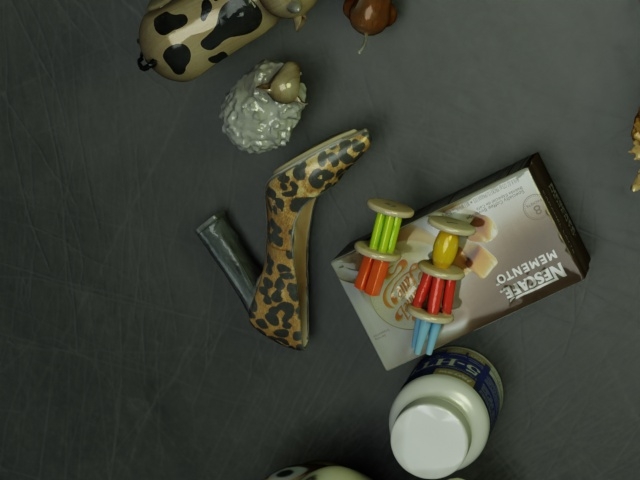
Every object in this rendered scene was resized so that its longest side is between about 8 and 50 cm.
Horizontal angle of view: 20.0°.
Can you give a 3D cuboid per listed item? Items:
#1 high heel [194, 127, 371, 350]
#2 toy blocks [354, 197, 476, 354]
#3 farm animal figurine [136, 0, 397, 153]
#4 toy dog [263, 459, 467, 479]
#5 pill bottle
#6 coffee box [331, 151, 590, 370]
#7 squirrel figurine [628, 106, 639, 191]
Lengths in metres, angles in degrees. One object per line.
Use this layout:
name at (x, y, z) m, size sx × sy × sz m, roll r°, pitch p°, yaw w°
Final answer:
high heel at (0.000, 0.000, 2.032) m, size 0.261 × 0.093 × 0.186 m, roll -35°, pitch 90°, yaw 31°
toy blocks at (0.090, 0.041, 1.938) m, size 0.123 × 0.054 × 0.148 m, roll 16°, pitch 104°, yaw 11°
farm animal figurine at (-0.079, -0.283, 1.907) m, size 0.330 × 0.172 × 0.327 m, roll 40°, pitch 111°, yaw -15°
toy dog at (0.085, 0.406, 2.038) m, size 0.408 × 0.284 × 0.395 m, roll 39°, pitch 151°, yaw 2°
pill bottle at (0.135, 0.192, 1.996) m, size 0.112 × 0.186 × 0.112 m, roll 3°, pitch 103°, yaw 12°
coffee box at (0.156, 0.023, 1.999) m, size 0.246 × 0.098 × 0.141 m, roll -25°, pitch 95°, yaw 17°
squirrel figurine at (0.510, -0.120, 1.776) m, size 0.397 × 0.281 × 0.370 m, roll 5°, pitch 132°, yaw 28°
